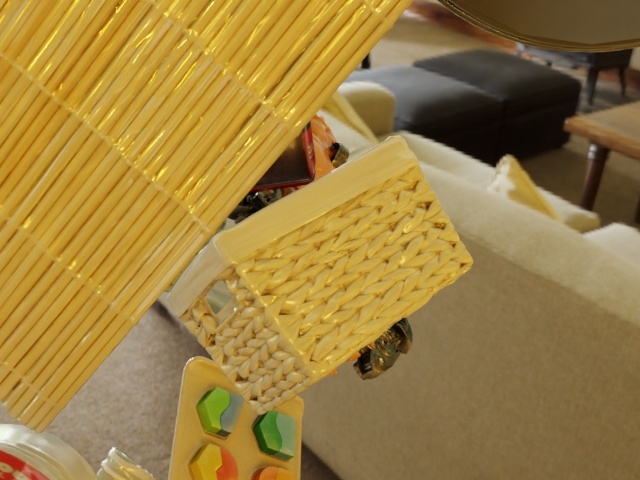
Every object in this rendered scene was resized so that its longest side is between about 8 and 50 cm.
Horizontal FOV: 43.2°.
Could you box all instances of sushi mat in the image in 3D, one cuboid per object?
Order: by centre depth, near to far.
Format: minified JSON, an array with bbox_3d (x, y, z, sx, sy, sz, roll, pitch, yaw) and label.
[{"bbox_3d":[-0.109,-0.051,0.383,0.151,0.316,0.019,39,17,-14],"label":"sushi mat"}]

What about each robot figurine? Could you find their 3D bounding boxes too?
[{"bbox_3d":[0.000,0.000,0.748,0.211,0.085,0.291,40,34,-21],"label":"robot figurine"}]

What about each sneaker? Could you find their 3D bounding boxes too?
[{"bbox_3d":[-0.311,0.433,1.320,0.105,0.281,0.115,28,66,30],"label":"sneaker"}]

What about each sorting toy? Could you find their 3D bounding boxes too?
[{"bbox_3d":[-0.097,0.267,1.016,0.193,0.038,0.208,29,48,-29],"label":"sorting toy"}]

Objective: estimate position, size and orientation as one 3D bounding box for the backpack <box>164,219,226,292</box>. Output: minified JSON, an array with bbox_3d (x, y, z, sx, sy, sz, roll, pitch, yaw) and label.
[{"bbox_3d":[-0.210,-0.027,1.031,0.165,0.188,0.144,17,43,-29],"label":"backpack"}]

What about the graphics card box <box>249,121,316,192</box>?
[{"bbox_3d":[-0.141,-0.207,0.572,0.232,0.371,0.094,-7,13,4],"label":"graphics card box"}]

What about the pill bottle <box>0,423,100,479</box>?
[{"bbox_3d":[-0.189,0.180,0.352,0.161,0.161,0.283,5,2,-2],"label":"pill bottle"}]

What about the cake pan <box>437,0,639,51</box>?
[{"bbox_3d":[0.150,-0.229,0.414,0.293,0.293,0.054,11,36,9],"label":"cake pan"}]

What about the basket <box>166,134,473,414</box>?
[{"bbox_3d":[0.004,0.024,0.530,0.167,0.113,0.103,-32,83,-34],"label":"basket"}]
